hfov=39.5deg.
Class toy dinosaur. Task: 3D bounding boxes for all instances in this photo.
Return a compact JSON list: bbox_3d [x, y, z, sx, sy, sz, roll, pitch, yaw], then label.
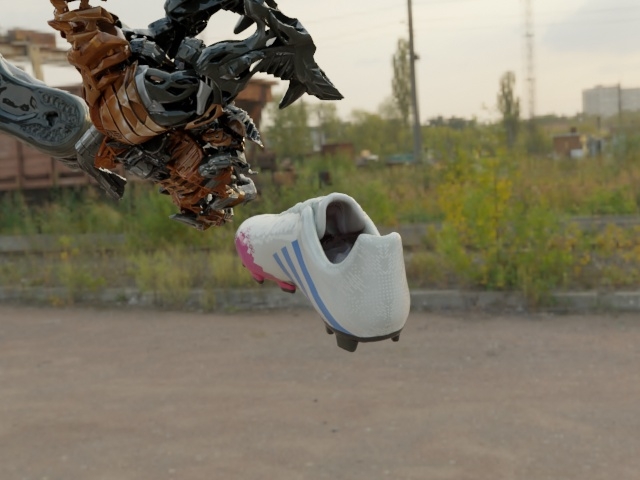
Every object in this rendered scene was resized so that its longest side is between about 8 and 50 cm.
[{"bbox_3d":[-0.114,-0.126,0.719,0.218,0.164,0.322,-30,-19,1],"label":"toy dinosaur"}]

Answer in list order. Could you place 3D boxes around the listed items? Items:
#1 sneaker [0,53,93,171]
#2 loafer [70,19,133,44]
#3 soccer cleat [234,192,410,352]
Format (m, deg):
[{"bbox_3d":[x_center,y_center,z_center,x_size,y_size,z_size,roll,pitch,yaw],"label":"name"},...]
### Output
[{"bbox_3d":[-0.315,-0.138,0.980,0.227,0.087,0.130,23,-6,22],"label":"sneaker"},{"bbox_3d":[-0.275,-0.274,1.244,0.148,0.056,0.050,9,-23,-26],"label":"loafer"},{"bbox_3d":[0.000,0.000,1.010,0.116,0.143,0.331,-10,23,-27],"label":"soccer cleat"}]
